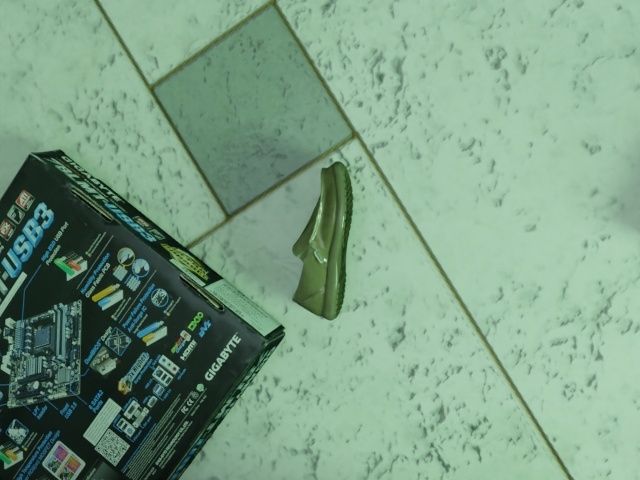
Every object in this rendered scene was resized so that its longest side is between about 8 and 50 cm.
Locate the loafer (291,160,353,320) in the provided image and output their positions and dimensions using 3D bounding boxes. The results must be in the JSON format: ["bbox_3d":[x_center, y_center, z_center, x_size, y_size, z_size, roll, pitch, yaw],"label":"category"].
[{"bbox_3d":[0.000,0.000,1.057,0.050,0.056,0.148,6,96,8],"label":"loafer"}]

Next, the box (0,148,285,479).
[{"bbox_3d":[-0.234,0.114,1.122,0.293,0.073,0.295,38,103,10],"label":"box"}]
